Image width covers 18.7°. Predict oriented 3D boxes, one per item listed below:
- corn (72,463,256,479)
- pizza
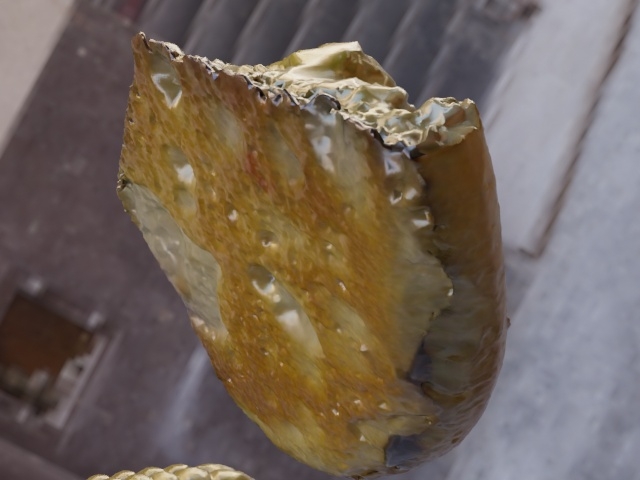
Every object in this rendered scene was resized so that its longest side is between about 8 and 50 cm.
[{"bbox_3d":[-0.162,0.170,0.698,0.131,0.344,0.131,39,135,52],"label":"corn"},{"bbox_3d":[0.001,0.000,0.409,0.036,0.099,0.160,-35,-19,-23],"label":"pizza"}]
